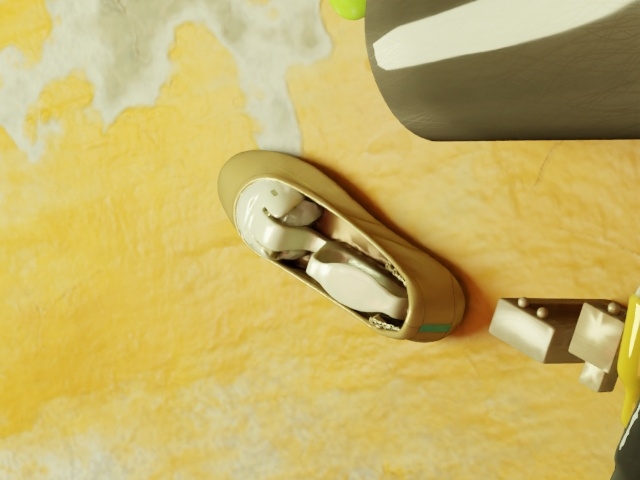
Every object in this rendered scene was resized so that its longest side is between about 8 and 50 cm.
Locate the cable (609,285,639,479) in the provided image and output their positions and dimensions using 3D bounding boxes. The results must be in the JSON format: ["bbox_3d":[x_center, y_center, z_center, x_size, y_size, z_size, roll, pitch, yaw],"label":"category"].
[{"bbox_3d":[0.197,0.151,1.065,0.139,0.072,0.287,32,115,20],"label":"cable"}]

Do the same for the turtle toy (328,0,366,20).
[{"bbox_3d":[0.021,-0.218,1.264,0.095,0.066,0.130,11,104,35],"label":"turtle toy"}]

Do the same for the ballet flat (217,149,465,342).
[{"bbox_3d":[0.000,0.000,1.311,0.232,0.073,0.080,30,113,28],"label":"ballet flat"}]

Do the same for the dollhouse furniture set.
[{"bbox_3d":[0.221,0.032,1.138,0.151,0.144,0.123,31,110,43],"label":"dollhouse furniture set"}]

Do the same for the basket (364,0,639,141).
[{"bbox_3d":[0.153,-0.145,1.139,0.226,0.154,0.204,-9,94,39],"label":"basket"}]
